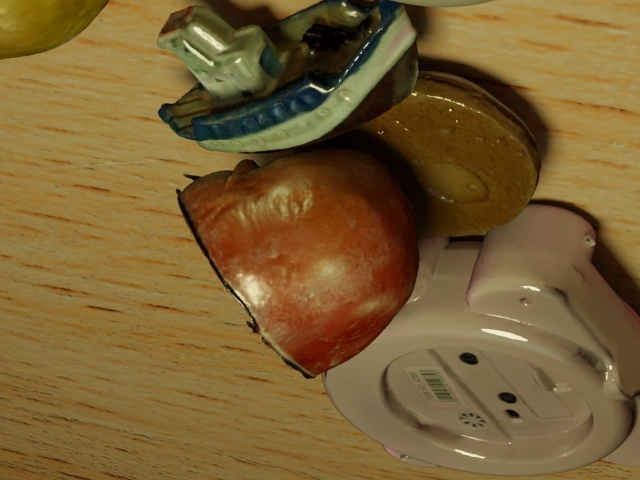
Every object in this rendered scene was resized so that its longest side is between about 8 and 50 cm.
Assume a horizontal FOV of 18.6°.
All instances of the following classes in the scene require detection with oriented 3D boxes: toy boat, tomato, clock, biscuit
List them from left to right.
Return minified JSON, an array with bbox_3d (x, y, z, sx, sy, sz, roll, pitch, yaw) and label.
[{"bbox_3d":[-0.036,-0.140,1.514,0.262,0.114,0.115,-9,133,33],"label":"toy boat"},{"bbox_3d":[0.000,0.000,1.572,0.155,0.181,0.214,-29,166,6],"label":"tomato"},{"bbox_3d":[0.085,-0.075,1.604,0.208,0.049,0.181,-14,134,41],"label":"biscuit"},{"bbox_3d":[0.150,0.107,1.774,0.322,0.113,0.295,-10,137,37],"label":"clock"}]

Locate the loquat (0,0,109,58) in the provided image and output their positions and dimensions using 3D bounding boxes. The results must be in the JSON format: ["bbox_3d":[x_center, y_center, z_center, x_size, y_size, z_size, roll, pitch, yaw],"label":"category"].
[{"bbox_3d":[-0.264,-0.255,1.343,0.283,0.276,0.276,12,150,-25],"label":"loquat"}]

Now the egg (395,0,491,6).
[{"bbox_3d":[0.056,-0.246,1.272,0.231,0.176,0.176,22,146,5],"label":"egg"}]
